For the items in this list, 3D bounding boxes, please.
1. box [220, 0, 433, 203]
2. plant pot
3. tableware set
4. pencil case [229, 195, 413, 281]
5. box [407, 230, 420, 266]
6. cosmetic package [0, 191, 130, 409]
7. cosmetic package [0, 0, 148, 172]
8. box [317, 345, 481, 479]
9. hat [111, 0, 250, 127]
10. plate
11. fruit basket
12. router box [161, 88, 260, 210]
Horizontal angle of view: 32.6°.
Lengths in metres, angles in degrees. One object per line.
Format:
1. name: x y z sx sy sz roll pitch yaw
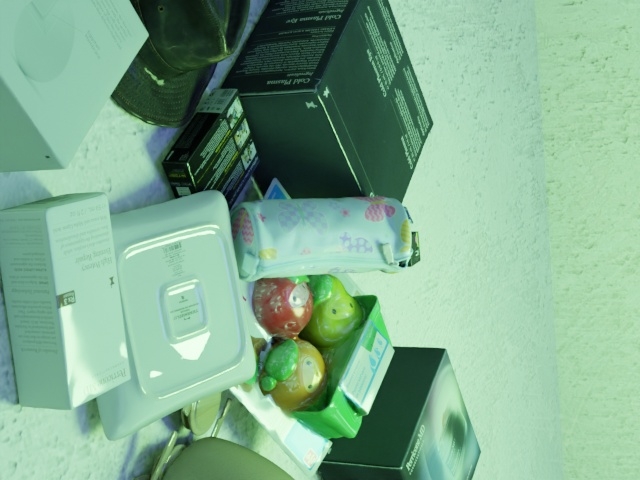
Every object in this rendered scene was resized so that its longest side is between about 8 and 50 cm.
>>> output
1. box: 0.020 -0.209 1.775 0.343 0.179 0.312 64 36 -40
2. plant pot: -0.094 0.424 1.488 0.284 0.191 0.284 7 90 -66
3. tableware set: -0.192 0.272 1.510 0.128 0.039 0.194 68 38 -53
4. pencil case: 0.000 0.000 1.602 0.273 0.113 0.124 -1 55 -27
5. box: 0.145 0.017 2.118 0.052 0.083 0.062 -27 113 -60
6. cosmetic package: -0.295 0.068 1.260 0.117 0.086 0.231 -25 110 -60
7. cosmetic package: -0.324 -0.227 1.148 0.224 0.138 0.224 63 38 -41
8. box: 0.153 0.399 2.024 0.296 0.183 0.294 -62 140 -44
9. hat: -0.171 -0.318 1.457 0.331 0.134 0.331 3 86 -64
10. plate: -0.189 0.088 1.428 0.277 0.045 0.277 -18 101 -48
11. fruit basket: -0.031 0.135 1.687 0.353 0.165 0.327 58 45 -35
12. router box: -0.153 -0.114 1.571 0.179 0.046 0.133 -63 147 -42
